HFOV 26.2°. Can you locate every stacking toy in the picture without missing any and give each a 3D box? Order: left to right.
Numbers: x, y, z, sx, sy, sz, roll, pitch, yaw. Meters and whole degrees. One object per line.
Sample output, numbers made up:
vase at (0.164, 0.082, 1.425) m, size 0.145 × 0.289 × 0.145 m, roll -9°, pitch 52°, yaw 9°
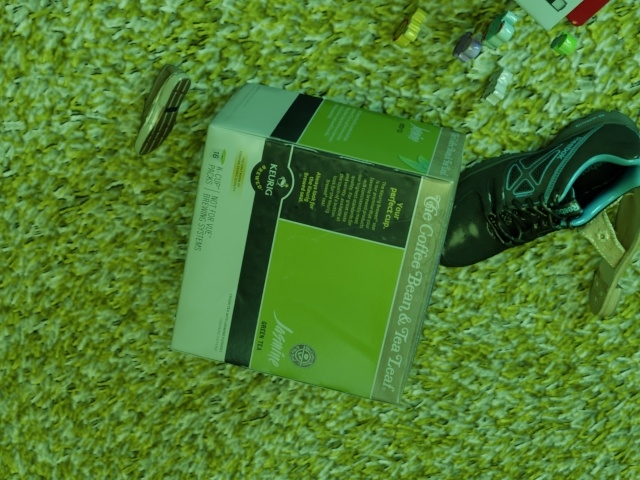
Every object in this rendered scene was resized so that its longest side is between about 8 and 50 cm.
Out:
stacking toy at (0.211, -0.262, 1.792) m, size 0.167 × 0.221 × 0.052 m, roll 31°, pitch 69°, yaw -15°

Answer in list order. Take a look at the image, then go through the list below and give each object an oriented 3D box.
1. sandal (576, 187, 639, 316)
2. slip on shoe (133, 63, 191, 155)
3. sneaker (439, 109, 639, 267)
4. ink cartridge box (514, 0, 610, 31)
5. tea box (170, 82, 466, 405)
sandal at (0.403, 0.003, 1.967) m, size 0.079 × 0.088 × 0.240 m, roll 4°, pitch 118°, yaw -11°
slip on shoe at (-0.224, -0.179, 1.883) m, size 0.041 × 0.051 × 0.135 m, roll 42°, pitch 120°, yaw 23°
sneaker at (0.295, -0.060, 1.906) m, size 0.341 × 0.140 × 0.125 m, roll -33°, pitch 114°, yaw 12°
ink cartridge box at (0.351, -0.428, 1.727) m, size 0.272 × 0.130 × 0.309 m, roll 39°, pitch 118°, yaw -18°
tea box at (0.000, 0.000, 1.843) m, size 0.323 × 0.220 × 0.329 m, roll 15°, pitch 113°, yaw 5°
